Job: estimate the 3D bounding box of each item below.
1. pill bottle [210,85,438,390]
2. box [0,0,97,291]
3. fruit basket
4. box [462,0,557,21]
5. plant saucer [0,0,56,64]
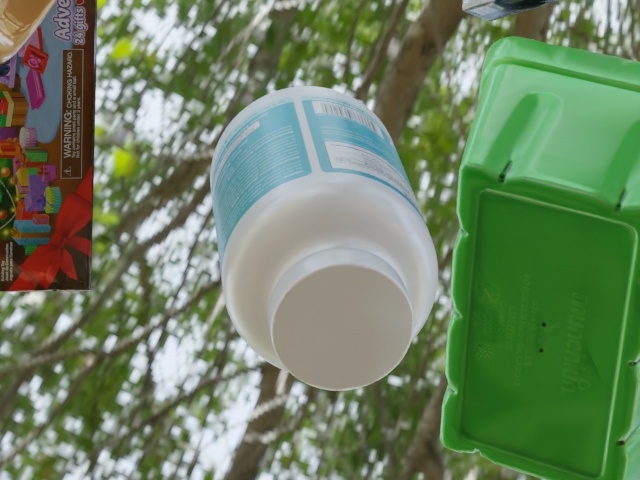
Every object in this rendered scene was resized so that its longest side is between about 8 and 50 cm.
[{"bbox_3d":[0.000,0.000,1.137,0.146,0.264,0.146,-2,-65,-5],"label":"pill bottle"},{"bbox_3d":[-0.263,-0.108,1.167,0.200,0.057,0.293,-1,-78,-16],"label":"box"},{"bbox_3d":[0.239,-0.009,1.448,0.283,0.392,0.392,16,-52,21],"label":"fruit basket"},{"bbox_3d":[0.225,-0.297,1.413,0.233,0.159,0.044,-11,-17,42],"label":"box"},{"bbox_3d":[-0.084,-0.160,0.620,0.037,0.200,0.200,32,-54,-17],"label":"plant saucer"}]
